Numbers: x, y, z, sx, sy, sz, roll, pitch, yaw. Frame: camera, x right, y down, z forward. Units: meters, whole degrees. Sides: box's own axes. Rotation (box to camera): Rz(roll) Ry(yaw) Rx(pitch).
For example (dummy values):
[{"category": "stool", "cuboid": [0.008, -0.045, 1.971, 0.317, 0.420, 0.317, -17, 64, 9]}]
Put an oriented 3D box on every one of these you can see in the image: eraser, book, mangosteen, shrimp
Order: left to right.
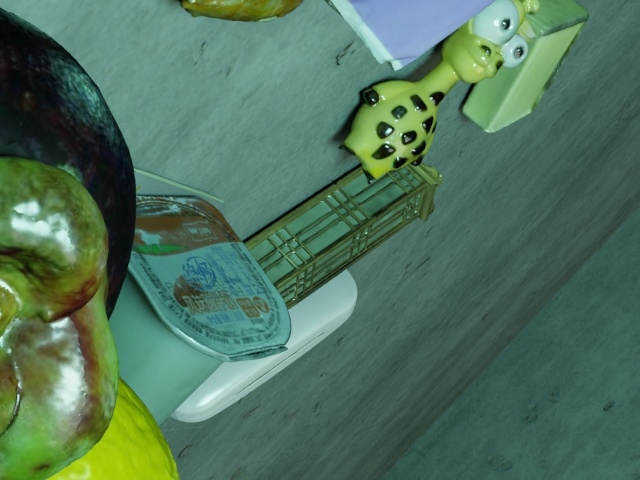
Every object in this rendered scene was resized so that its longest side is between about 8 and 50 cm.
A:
[{"category": "mangosteen", "cuboid": [-0.229, -0.002, 0.606, 0.288, 0.288, 0.288, -37, 158, -18]}, {"category": "book", "cuboid": [-0.176, -0.008, 1.061, 0.127, 0.014, 0.182, -48, 159, 10]}, {"category": "shrimp", "cuboid": [-0.054, -0.233, 0.838, 0.187, 0.051, 0.132, -28, 133, -46]}, {"category": "eraser", "cuboid": [0.263, -0.229, 1.391, 0.117, 0.058, 0.172, -25, 152, -41]}]

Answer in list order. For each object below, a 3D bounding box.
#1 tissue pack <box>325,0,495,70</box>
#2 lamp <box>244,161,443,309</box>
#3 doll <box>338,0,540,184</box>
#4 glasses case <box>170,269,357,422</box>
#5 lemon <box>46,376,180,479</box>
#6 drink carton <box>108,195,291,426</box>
[{"category": "tissue pack", "cuboid": [0.108, -0.295, 0.699, 0.338, 0.160, 0.242, -36, 142, 12]}, {"category": "lamp", "cuboid": [0.000, 0.000, 1.297, 0.325, 0.090, 0.089, -35, 157, -24]}, {"category": "doll", "cuboid": [0.141, -0.183, 1.219, 0.291, 0.086, 0.117, -44, 130, -5]}, {"category": "glasses case", "cuboid": [-0.083, 0.111, 1.318, 0.297, 0.113, 0.075, -33, 154, -26]}, {"category": "lemon", "cuboid": [-0.269, 0.219, 0.814, 0.350, 0.350, 0.387, 29, 63, -68]}, {"category": "drink carton", "cuboid": [-0.163, 0.085, 1.004, 0.189, 0.191, 0.185, -44, 161, 19]}]
